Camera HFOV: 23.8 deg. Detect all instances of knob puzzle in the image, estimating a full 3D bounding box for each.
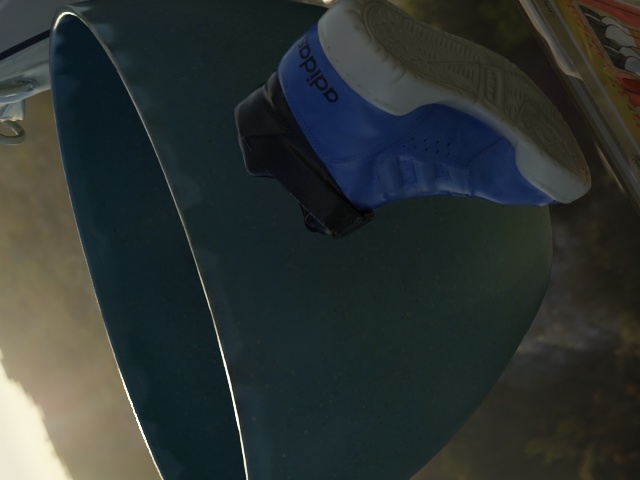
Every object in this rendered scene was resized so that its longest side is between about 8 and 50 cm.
[{"bbox_3d":[0.185,-0.047,0.623,0.030,0.213,0.213,-58,48,32],"label":"knob puzzle"}]

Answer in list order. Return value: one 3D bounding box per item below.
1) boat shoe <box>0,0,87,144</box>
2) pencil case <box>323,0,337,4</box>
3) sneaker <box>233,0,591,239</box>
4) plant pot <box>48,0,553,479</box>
[{"bbox_3d":[-0.224,-0.104,0.944,0.136,0.367,0.156,60,173,41],"label":"boat shoe"},{"bbox_3d":[-0.064,-0.300,0.775,0.386,0.160,0.167,44,165,-6],"label":"pencil case"},{"bbox_3d":[0.033,-0.034,0.581,0.152,0.084,0.058,19,-138,-45],"label":"sneaker"},{"bbox_3d":[0.000,0.000,0.770,0.290,0.195,0.290,163,90,-73],"label":"plant pot"}]
